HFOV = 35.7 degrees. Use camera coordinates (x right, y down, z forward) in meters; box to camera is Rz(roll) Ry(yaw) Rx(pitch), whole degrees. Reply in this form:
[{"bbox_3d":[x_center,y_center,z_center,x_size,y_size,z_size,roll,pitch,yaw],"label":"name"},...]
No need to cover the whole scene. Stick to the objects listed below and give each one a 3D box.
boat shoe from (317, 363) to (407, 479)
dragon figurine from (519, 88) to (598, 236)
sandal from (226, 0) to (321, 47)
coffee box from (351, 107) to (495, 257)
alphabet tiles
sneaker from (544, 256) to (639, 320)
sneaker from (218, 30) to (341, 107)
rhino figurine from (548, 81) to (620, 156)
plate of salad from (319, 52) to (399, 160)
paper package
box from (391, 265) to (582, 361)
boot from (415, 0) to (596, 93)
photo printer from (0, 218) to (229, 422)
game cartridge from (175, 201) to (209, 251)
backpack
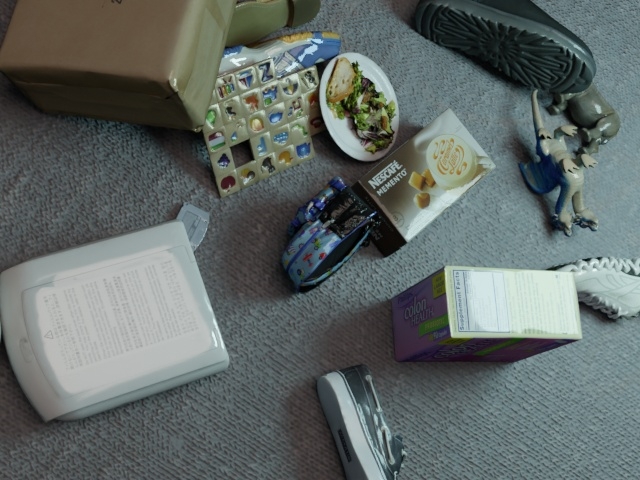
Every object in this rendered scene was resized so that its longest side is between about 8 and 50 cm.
[{"bbox_3d":[0.091,0.347,1.605,0.102,0.108,0.301,-15,72,-22],"label":"boat shoe"},{"bbox_3d":[0.439,-0.143,1.893,0.085,0.144,0.289,-17,61,-23],"label":"dragon figurine"},{"bbox_3d":[-0.117,-0.414,1.788,0.240,0.088,0.079,-22,51,-32],"label":"sandal"},{"bbox_3d":[0.173,-0.104,1.773,0.246,0.098,0.141,-38,89,-26],"label":"coffee box"},{"bbox_3d":[-0.094,-0.205,1.693,0.237,0.009,0.198,-26,119,-26],"label":"alphabet tiles"},{"bbox_3d":[0.538,0.090,1.854,0.292,0.110,0.118,0,83,-20],"label":"sneaker"},{"bbox_3d":[-0.090,-0.287,1.744,0.296,0.112,0.131,-19,101,-25],"label":"sneaker"},{"bbox_3d":[0.504,-0.289,1.970,0.106,0.073,0.243,-30,85,-22],"label":"rhino figurine"},{"bbox_3d":[0.079,-0.242,1.781,0.200,0.048,0.200,10,74,-41],"label":"plate of salad"},{"bbox_3d":[-0.307,-0.359,1.571,0.309,0.168,0.325,8,71,13],"label":"paper package"},{"bbox_3d":[0.274,0.130,1.674,0.243,0.213,0.117,4,72,-20],"label":"box"},{"bbox_3d":[0.426,-0.541,1.960,0.367,0.146,0.445,25,63,1],"label":"boot"},{"bbox_3d":[-0.321,0.124,1.509,0.307,0.107,0.256,-17,81,-23],"label":"photo printer"},{"bbox_3d":[-0.219,-0.017,1.645,0.056,0.017,0.083,27,66,-7],"label":"game cartridge"},{"bbox_3d":[0.000,0.000,1.652,0.117,0.158,0.173,44,76,6],"label":"backpack"}]
